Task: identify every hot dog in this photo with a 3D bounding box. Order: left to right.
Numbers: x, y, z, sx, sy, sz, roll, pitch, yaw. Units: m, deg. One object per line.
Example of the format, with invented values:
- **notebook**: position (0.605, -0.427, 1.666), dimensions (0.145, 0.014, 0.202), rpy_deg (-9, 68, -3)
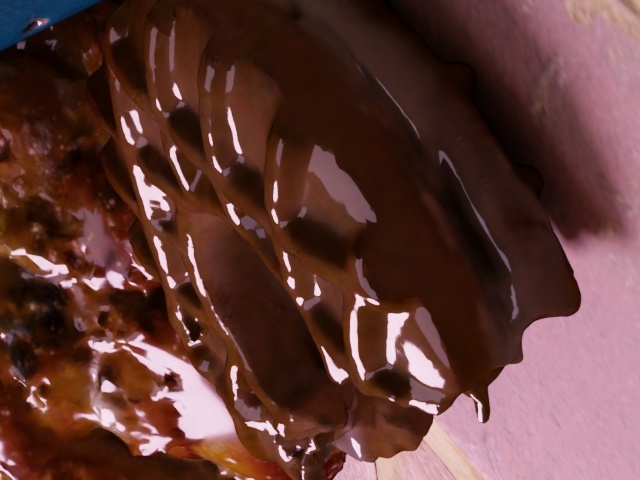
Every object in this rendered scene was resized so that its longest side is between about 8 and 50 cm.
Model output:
- **hot dog**: position (-0.135, 0.033, 1.218), dimensions (0.388, 0.267, 0.174), rpy_deg (61, -166, -4)

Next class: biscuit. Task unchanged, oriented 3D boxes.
- **biscuit**: position (-0.011, -0.013, 0.955), dimensions (0.268, 0.115, 0.366), rpy_deg (59, 160, 6)

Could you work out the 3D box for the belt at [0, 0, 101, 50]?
- **belt**: position (-0.266, -0.306, 1.096), dimensions (0.437, 0.173, 0.300), rpy_deg (55, 163, 13)
